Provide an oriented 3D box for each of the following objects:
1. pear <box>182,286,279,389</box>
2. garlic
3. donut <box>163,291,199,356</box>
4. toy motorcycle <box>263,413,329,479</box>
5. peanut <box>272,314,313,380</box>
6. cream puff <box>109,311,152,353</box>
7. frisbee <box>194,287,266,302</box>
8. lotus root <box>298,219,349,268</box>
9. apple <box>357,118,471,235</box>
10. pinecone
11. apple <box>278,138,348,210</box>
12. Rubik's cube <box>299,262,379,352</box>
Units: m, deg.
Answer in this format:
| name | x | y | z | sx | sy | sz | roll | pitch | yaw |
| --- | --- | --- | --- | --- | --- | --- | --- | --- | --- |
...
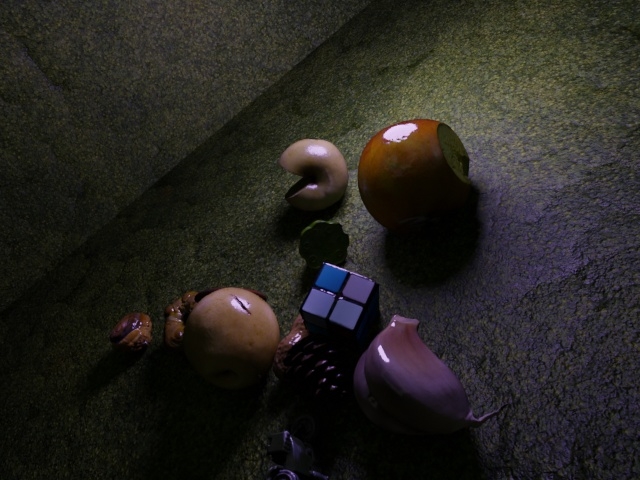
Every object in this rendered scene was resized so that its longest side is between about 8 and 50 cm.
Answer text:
| name | x | y | z | sx | sy | sz | roll | pitch | yaw |
| --- | --- | --- | --- | --- | --- | --- | --- | --- | --- |
| pear | -0.277 | 0.309 | 1.462 | 0.310 | 0.309 | 0.309 | -22 | 40 | 20 |
| garlic | 0.218 | 0.372 | 1.129 | 0.246 | 0.231 | 0.340 | -10 | 39 | -40 |
| donut | -0.483 | 0.313 | 1.753 | 0.209 | 0.128 | 0.261 | -32 | 38 | 6 |
| toy motorcycle | -0.074 | 0.548 | 1.128 | 0.127 | 0.205 | 0.275 | -28 | 44 | 15 |
| peanut | -0.073 | 0.323 | 1.433 | 0.095 | 0.108 | 0.225 | 9 | 55 | 33 |
| cream puff | -0.763 | 0.384 | 1.906 | 0.189 | 0.129 | 0.189 | -28 | 30 | 18 |
| frisbee | -0.315 | 0.204 | 1.640 | 0.251 | 0.251 | 0.021 | -14 | 64 | 28 |
| lotus root | 0.000 | 0.000 | 1.680 | 0.186 | 0.186 | 0.186 | -22 | 40 | 20 |
| apple | 0.315 | -0.199 | 1.514 | 0.385 | 0.373 | 0.374 | -3 | 34 | -18 |
| pinecone | -0.004 | 0.361 | 1.288 | 0.179 | 0.184 | 0.204 | -33 | 67 | -13 |
| apple | -0.032 | -0.261 | 1.857 | 0.292 | 0.291 | 0.254 | -29 | 15 | 12 |
| Rubik's cube | 0.060 | 0.197 | 1.354 | 0.180 | 0.183 | 0.167 | 19 | 61 | 20 |
